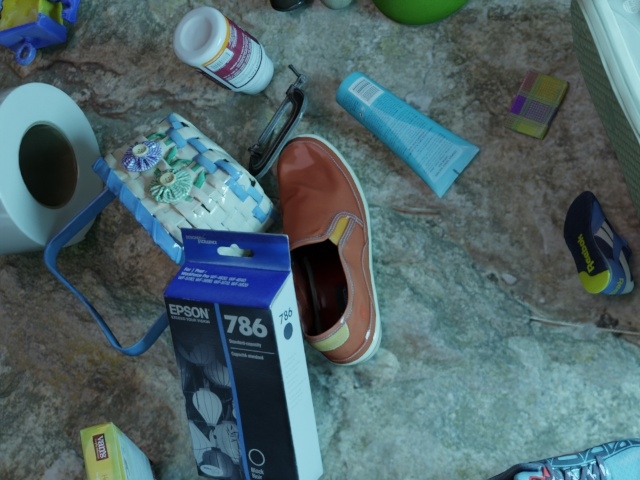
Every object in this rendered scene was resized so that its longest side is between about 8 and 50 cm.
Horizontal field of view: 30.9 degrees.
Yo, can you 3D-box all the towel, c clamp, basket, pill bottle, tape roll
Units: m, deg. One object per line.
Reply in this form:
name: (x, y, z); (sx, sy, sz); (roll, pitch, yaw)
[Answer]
towel: (0.273, -0.172, 1.459); (0.060, 0.009, 0.083); (24, 89, 31)
c clamp: (-0.059, -0.161, 1.610); (0.160, 0.022, 0.137); (-58, 25, 8)
basket: (-0.226, -0.014, 1.574); (0.289, 0.201, 0.255); (-50, 54, 0)
pill bottle: (-0.132, -0.261, 1.624); (0.086, 0.152, 0.086); (-9, 71, 27)
tape roll: (-0.462, -0.100, 1.707); (0.169, 0.246, 0.246); (-6, 73, 27)

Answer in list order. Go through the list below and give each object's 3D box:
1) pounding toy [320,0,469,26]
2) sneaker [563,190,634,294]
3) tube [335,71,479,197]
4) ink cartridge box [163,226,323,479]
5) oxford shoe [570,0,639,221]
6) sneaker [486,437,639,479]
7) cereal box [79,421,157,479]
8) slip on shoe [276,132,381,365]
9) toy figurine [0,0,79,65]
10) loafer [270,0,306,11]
pounding toy: (0.101, -0.397, 1.560); (0.237, 0.110, 0.183); (11, 81, 30)
sneaker: (0.327, 0.006, 1.356); (0.053, 0.059, 0.144); (-50, 35, 44)
tube: (0.108, -0.147, 1.523); (0.207, 0.052, 0.080); (41, 102, 26)
ink cartridge box: (-0.100, 0.151, 1.438); (0.165, 0.065, 0.332); (3, 112, 31)
oxford shoe: (0.402, -0.103, 1.291); (0.130, 0.169, 0.449); (-14, 67, 2)
sneaker: (0.260, 0.286, 1.264); (0.262, 0.125, 0.104); (-25, 66, 21)
cereal box: (-0.240, 0.342, 1.462); (0.047, 0.240, 0.173); (-15, 66, -1)
slip on shoe: (0.000, 0.000, 1.505); (0.123, 0.101, 0.331); (-23, 63, 25)
toy figurine: (-0.505, -0.385, 1.855); (0.363, 0.191, 0.217); (-8, 77, 28)
loafer: (-0.052, -0.438, 1.675); (0.080, 0.078, 0.220); (-4, 74, 28)
